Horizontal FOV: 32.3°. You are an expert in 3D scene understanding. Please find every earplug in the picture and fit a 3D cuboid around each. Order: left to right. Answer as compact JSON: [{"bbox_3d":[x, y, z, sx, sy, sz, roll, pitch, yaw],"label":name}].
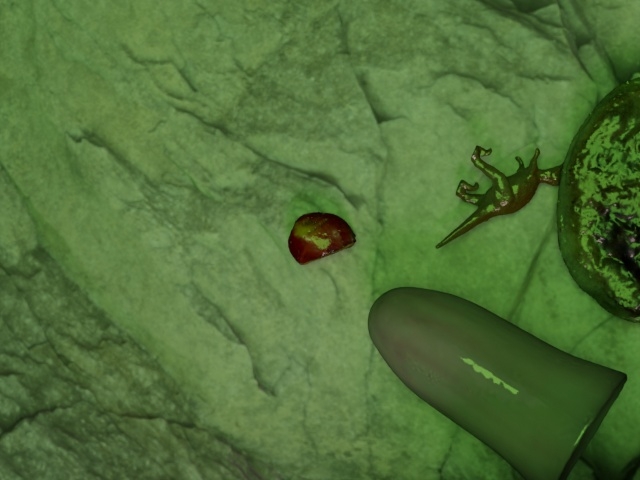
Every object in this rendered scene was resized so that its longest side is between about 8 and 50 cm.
[{"bbox_3d":[0.188,0.151,1.316,0.301,0.172,0.172,33,90,19],"label":"earplug"}]

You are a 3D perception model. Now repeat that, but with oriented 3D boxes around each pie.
[{"bbox_3d":[0.432,-0.039,1.328,0.323,0.070,0.323,-1,84,12],"label":"pie"}]

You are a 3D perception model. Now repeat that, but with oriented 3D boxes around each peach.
[{"bbox_3d":[0.000,0.000,1.423,0.083,0.050,0.077,23,89,10],"label":"peach"}]

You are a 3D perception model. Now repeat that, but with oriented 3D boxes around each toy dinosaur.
[{"bbox_3d":[0.230,-0.045,1.385,0.126,0.039,0.162,20,87,4],"label":"toy dinosaur"}]
